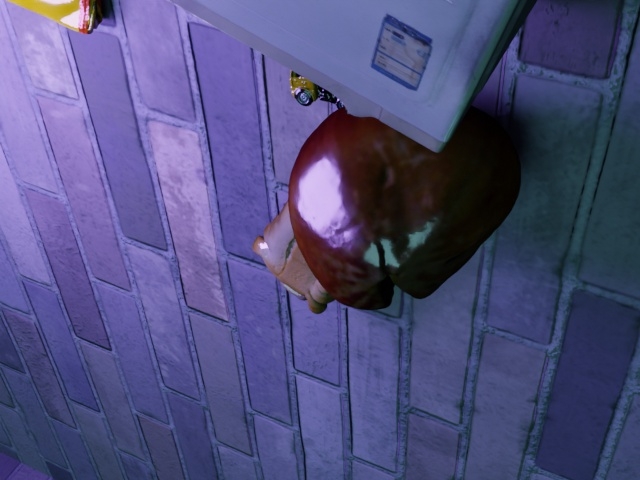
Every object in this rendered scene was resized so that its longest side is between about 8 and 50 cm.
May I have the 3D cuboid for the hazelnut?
[{"bbox_3d":[0.084,-0.042,0.914,0.251,0.217,0.217,-23,116,21],"label":"hazelnut"}]

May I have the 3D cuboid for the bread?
[{"bbox_3d":[0.000,0.000,1.132,0.134,0.081,0.225,42,143,1],"label":"bread"}]

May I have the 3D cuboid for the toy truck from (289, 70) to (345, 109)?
[{"bbox_3d":[0.007,-0.178,0.971,0.083,0.049,0.054,14,135,23],"label":"toy truck"}]

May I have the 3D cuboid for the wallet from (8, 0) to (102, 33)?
[{"bbox_3d":[-0.316,-0.359,1.020,0.141,0.067,0.241,25,145,6],"label":"wallet"}]

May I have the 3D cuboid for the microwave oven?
[{"bbox_3d":[0.021,-0.288,0.695,0.355,0.218,0.286,31,155,7],"label":"microwave oven"}]
